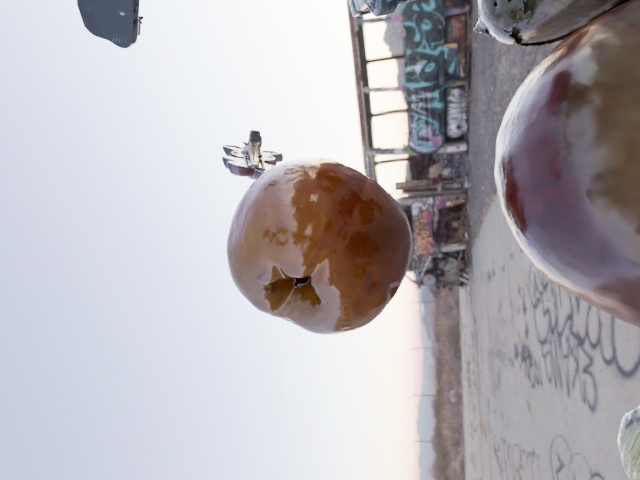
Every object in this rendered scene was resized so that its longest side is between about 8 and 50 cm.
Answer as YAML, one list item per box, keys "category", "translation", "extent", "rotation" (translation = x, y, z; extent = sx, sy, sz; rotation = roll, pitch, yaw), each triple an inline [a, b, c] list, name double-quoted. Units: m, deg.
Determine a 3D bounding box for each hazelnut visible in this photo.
- category: "hazelnut"
  translation: [0.401, -0.073, 0.574]
  extent: [0.359, 0.409, 0.359]
  rotation: [-58, -10, -16]

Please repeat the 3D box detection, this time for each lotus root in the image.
- category: "lotus root"
  translation: [0.388, -0.425, 0.791]
  extent: [0.397, 0.196, 0.179]
  rotation: [-30, 57, 58]

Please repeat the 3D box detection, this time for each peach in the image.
- category: "peach"
  translation: [0.000, 0.000, 0.998]
  extent: [0.342, 0.343, 0.301]
  rotation: [74, -147, -43]

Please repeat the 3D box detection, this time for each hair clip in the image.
- category: "hair clip"
  translation: [-0.148, -0.184, 1.193]
  extent: [0.257, 0.146, 0.075]
  rotation: [-105, 31, -60]

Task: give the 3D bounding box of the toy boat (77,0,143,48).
- category: "toy boat"
  translation: [-0.407, -0.545, 1.061]
  extent: [0.092, 0.134, 0.299]
  rotation: [-61, -1, -42]

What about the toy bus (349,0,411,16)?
- category: "toy bus"
  translation: [0.095, -0.305, 0.460]
  extent: [0.276, 0.134, 0.164]
  rotation: [-132, 23, -75]

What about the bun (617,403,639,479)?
- category: "bun"
  translation: [0.475, 0.276, 0.622]
  extent: [0.220, 0.134, 0.220]
  rotation: [163, 90, -75]
